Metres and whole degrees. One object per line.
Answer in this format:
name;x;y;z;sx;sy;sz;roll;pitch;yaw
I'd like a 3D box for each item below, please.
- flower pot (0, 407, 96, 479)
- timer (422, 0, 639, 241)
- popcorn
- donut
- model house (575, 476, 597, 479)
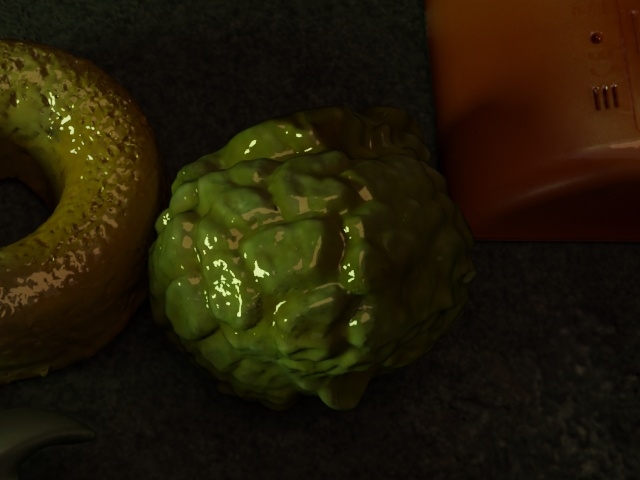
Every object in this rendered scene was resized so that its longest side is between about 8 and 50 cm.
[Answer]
flower pot;-0.291;0.220;0.883;0.254;0.164;0.367;40;66;-19
timer;0.219;-0.134;1.193;0.250;0.161;0.257;-5;70;3
popcorn;0.000;0.000;1.048;0.237;0.206;0.251;9;55;8
donut;-0.238;-0.031;1.054;0.277;0.108;0.277;4;69;-10
model house;0.226;0.340;1.008;0.294;0.154;0.207;43;24;-2
